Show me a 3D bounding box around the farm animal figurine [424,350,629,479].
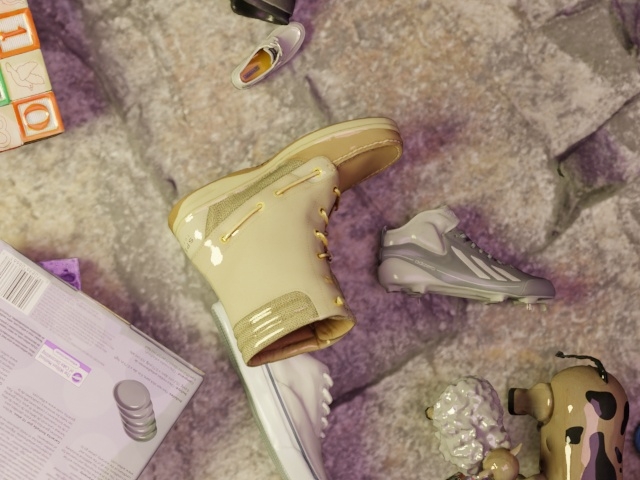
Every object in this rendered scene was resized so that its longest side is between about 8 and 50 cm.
[{"bbox_3d":[0.299,0.278,1.687,0.330,0.172,0.327,-12,89,-25],"label":"farm animal figurine"}]

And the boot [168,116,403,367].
[{"bbox_3d":[0.000,0.000,1.615,0.262,0.095,0.203,-25,62,-10],"label":"boot"}]

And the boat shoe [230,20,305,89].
[{"bbox_3d":[-0.053,-0.198,1.677,0.100,0.035,0.035,-40,100,-12],"label":"boat shoe"}]

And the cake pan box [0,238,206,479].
[{"bbox_3d":[-0.290,0.163,1.565,0.267,0.070,0.246,34,80,-14],"label":"cake pan box"}]

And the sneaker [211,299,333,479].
[{"bbox_3d":[-0.026,0.167,1.656,0.091,0.094,0.258,-22,95,-10],"label":"sneaker"}]

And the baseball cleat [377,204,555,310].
[{"bbox_3d":[0.164,0.018,1.721,0.206,0.072,0.109,6,82,-19],"label":"baseball cleat"}]

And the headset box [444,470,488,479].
[{"bbox_3d":[0.154,0.293,1.739,0.083,0.032,0.062,-29,97,-12],"label":"headset box"}]

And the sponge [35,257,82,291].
[{"bbox_3d":[-0.295,0.127,1.614,0.117,0.031,0.210,-6,92,-15],"label":"sponge"}]

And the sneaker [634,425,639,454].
[{"bbox_3d":[0.444,0.192,1.795,0.188,0.078,0.067,-36,99,-13],"label":"sneaker"}]

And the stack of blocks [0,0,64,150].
[{"bbox_3d":[-0.379,-0.224,1.559,0.171,0.087,0.297,-18,95,-15],"label":"stack of blocks"}]

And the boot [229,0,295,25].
[{"bbox_3d":[-0.120,-0.389,1.622,0.338,0.118,0.223,36,86,-9],"label":"boot"}]
